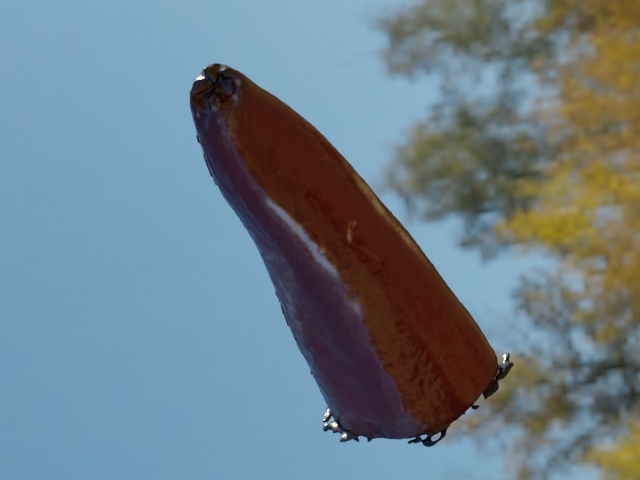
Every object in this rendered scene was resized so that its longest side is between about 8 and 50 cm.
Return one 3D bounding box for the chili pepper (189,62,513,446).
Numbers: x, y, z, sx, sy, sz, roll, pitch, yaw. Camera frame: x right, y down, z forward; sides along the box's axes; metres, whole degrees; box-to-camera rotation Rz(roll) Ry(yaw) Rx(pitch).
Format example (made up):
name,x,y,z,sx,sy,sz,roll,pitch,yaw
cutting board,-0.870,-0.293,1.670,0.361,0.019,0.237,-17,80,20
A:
name,x,y,z,sx,sy,sz,roll,pitch,yaw
chili pepper,-0.002,-0.001,0.773,0.065,0.088,0.169,-53,-58,-36
